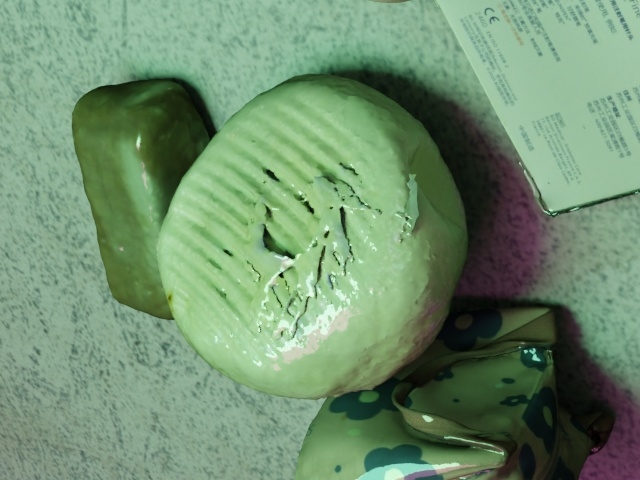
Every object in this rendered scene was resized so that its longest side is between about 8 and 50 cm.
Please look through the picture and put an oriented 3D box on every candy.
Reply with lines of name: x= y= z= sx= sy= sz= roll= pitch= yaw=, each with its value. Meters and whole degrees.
candy: x=-0.151 y=-0.035 z=1.393 sx=0.104 sy=0.102 sz=0.234 roll=13 pitch=125 yaw=33

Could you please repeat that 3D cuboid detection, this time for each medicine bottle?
medicine bottle: x=0.192 y=-0.125 z=1.077 sx=0.171 sy=0.052 sz=0.201 roll=-18 pitch=107 yaw=46

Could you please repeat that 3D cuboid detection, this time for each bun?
bun: x=0.000 y=0.005 z=1.213 sx=0.273 sy=0.272 sz=0.168 roll=7 pitch=168 yaw=36

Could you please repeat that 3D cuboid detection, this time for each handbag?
handbag: x=0.115 y=0.174 z=1.227 sx=0.193 sy=0.251 sz=0.190 roll=-13 pitch=116 yaw=30

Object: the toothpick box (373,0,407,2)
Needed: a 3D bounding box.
toothpick box: x=0.054 y=-0.255 z=1.058 sx=0.098 sy=0.098 sz=0.149 roll=34 pitch=136 yaw=15
